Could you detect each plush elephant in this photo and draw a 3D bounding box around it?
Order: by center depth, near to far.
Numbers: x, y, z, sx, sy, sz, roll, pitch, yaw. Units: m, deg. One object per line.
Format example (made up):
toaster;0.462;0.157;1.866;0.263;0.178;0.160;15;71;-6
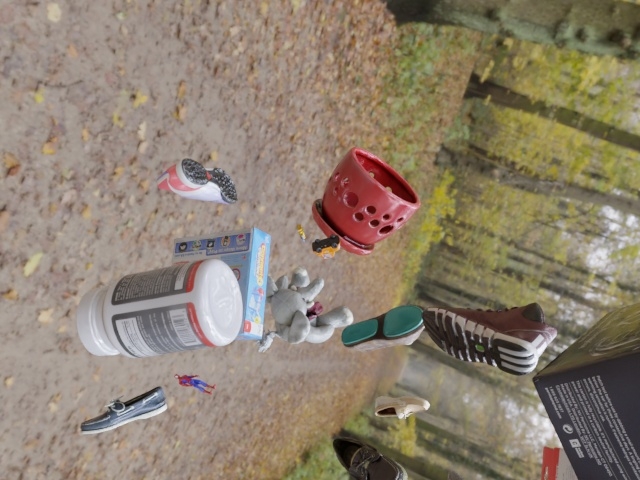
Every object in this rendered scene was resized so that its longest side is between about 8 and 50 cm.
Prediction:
plush elephant;-0.076;0.211;1.954;0.330;0.272;0.255;-35;162;-23

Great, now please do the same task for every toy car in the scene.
toy car;0.000;0.000;1.213;0.060;0.122;0.041;-26;123;-10

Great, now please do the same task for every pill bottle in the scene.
pill bottle;-0.392;0.173;1.484;0.210;0.362;0.210;-10;90;-72

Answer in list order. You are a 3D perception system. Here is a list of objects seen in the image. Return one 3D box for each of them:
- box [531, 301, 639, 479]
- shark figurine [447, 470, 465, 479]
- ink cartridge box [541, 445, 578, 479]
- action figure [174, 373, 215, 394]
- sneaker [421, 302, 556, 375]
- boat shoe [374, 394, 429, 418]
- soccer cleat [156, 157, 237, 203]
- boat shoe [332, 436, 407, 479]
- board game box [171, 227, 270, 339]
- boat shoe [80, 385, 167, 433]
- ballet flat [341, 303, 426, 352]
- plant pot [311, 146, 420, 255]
box;0.524;0.175;0.826;0.343;0.179;0.312;-16;170;-47
shark figurine;0.368;0.544;1.155;0.116;0.278;0.166;37;56;-56
ink cartridge box;0.537;0.500;1.229;0.231;0.077;0.134;131;-31;-76
action figure;-0.340;0.381;1.632;0.038;0.115;0.030;-65;165;-45
sneaker;0.356;0.177;1.258;0.162;0.281;0.107;-30;119;-29
boat shoe;0.234;0.489;1.763;0.063;0.170;0.059;55;41;-30
soccer cleat;-0.370;-0.169;1.880;0.318;0.116;0.109;18;54;-65
boat shoe;0.062;0.317;0.856;0.056;0.049;0.152;-56;-158;-20
board game box;-0.301;0.132;1.756;0.086;0.308;0.302;28;61;-54
boat shoe;-0.588;0.505;1.810;0.095;0.254;0.079;-178;-105;-71
ballet flat;0.199;0.254;1.706;0.316;0.106;0.108;-20;-135;44
plant pot;0.089;-0.074;1.295;0.174;0.191;0.191;-51;174;20
